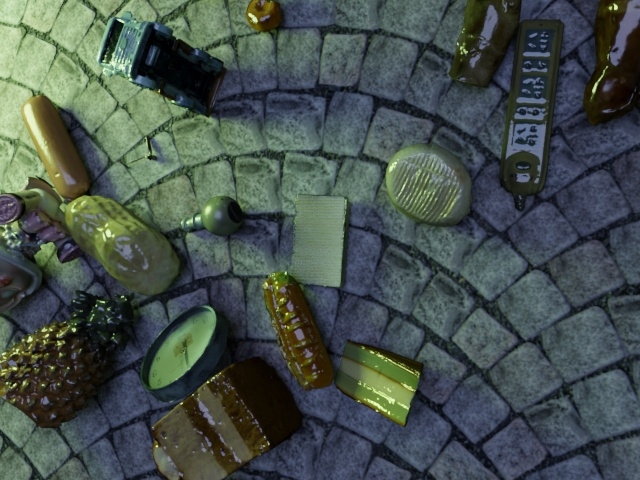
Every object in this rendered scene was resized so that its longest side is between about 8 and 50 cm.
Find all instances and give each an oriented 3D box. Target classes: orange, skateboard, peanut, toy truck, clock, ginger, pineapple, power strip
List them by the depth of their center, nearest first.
[{"bbox_3d":[0.627,-0.422,1.239,0.254,0.176,0.418,3,92,13],"label":"ginger"},{"bbox_3d":[0.418,-0.251,1.345,0.092,0.066,0.387,6,88,19],"label":"power strip"},{"bbox_3d":[0.337,-0.433,1.356,0.116,0.109,0.263,19,93,19],"label":"ginger"},{"bbox_3d":[-0.296,0.240,1.456,0.226,0.226,0.049,-37,120,11],"label":"clock"},{"bbox_3d":[-0.346,-0.377,1.458,0.162,0.305,0.136,21,93,22],"label":"toy truck"},{"bbox_3d":[-0.126,-0.508,1.524,0.086,0.062,0.086,-4,69,11],"label":"orange"},{"bbox_3d":[-0.555,0.240,1.541,0.223,0.223,0.357,40,83,15],"label":"pineapple"},{"bbox_3d":[-0.460,0.002,1.546,0.313,0.152,0.152,39,97,17],"label":"peanut"},{"bbox_3d":[-0.441,-0.209,1.616,0.083,0.032,0.064,-21,71,12],"label":"skateboard"}]

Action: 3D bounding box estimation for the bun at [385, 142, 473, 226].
[{"bbox_3d":[0.225,-0.114,1.376,0.188,0.111,0.164,25,111,14],"label":"bun"}]

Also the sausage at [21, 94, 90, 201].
[{"bbox_3d":[-0.647,-0.228,1.648,0.086,0.086,0.289,-31,77,12],"label":"sausage"}]

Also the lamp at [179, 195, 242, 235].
[{"bbox_3d":[-0.255,-0.047,1.526,0.163,0.091,0.091,-13,83,30],"label":"lamp"}]

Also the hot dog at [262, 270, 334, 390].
[{"bbox_3d":[-0.055,0.195,1.442,0.072,0.115,0.269,-18,77,-30],"label":"hot dog"}]

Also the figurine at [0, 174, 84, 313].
[{"bbox_3d":[-0.755,0.035,1.604,0.361,0.253,0.211,-42,33,2],"label":"figurine"}]

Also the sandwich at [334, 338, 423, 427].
[{"bbox_3d":[0.109,0.281,1.360,0.187,0.144,0.117,16,89,16],"label":"sandwich"}]

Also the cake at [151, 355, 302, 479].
[{"bbox_3d":[-0.211,0.403,1.426,0.293,0.199,0.196,-39,82,15],"label":"cake"}]

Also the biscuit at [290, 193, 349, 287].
[{"bbox_3d":[0.000,0.000,1.464,0.121,0.040,0.199,4,87,20],"label":"biscuit"}]
